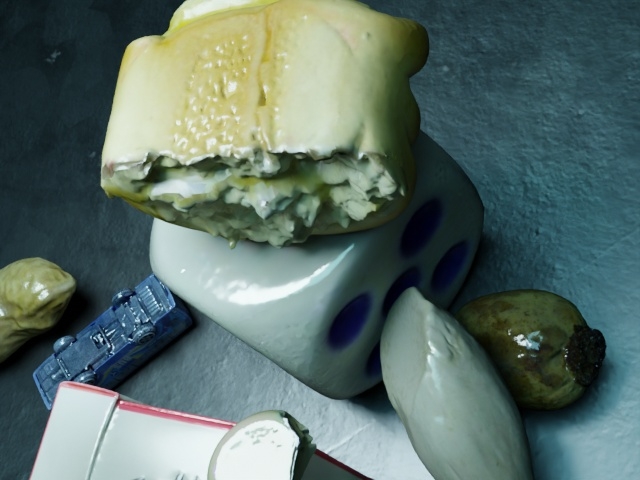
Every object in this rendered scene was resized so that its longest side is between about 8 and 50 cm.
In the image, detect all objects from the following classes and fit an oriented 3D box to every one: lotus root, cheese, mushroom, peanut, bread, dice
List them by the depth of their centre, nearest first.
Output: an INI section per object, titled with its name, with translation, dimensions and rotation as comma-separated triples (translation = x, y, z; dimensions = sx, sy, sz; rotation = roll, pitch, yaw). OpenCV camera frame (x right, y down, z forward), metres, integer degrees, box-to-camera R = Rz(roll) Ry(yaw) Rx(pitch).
[cheese]
translation = -0.073, 0.237, 0.938
dimensions = 0.092, 0.047, 0.171
rotation = 28, 76, 29
[bread]
translation = -0.047, -0.119, 0.988
dimensions = 0.315, 0.211, 0.270
rotation = -3, 59, 13
[mushroom]
translation = 0.163, 0.216, 1.087
dimensions = 0.128, 0.128, 0.350
rotation = -26, 92, 11
[lotus root]
translation = 0.223, 0.122, 1.166
dimensions = 0.214, 0.138, 0.138
rotation = 10, 73, 30
[dice]
translation = 0.000, 0.000, 1.205
dimensions = 0.277, 0.304, 0.304
rotation = 32, 84, 31
[peanut]
translation = -0.461, 0.107, 1.456
dimensions = 0.253, 0.137, 0.122
rotation = -29, 103, 11

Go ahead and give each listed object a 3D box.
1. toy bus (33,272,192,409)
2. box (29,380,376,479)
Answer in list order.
[toy bus]
translation = -0.288, 0.145, 1.389
dimensions = 0.236, 0.094, 0.079
rotation = -38, 66, 6
[box]
translation = -0.138, 0.362, 1.110
dimensions = 0.300, 0.312, 0.314
rotation = 7, 71, 22
